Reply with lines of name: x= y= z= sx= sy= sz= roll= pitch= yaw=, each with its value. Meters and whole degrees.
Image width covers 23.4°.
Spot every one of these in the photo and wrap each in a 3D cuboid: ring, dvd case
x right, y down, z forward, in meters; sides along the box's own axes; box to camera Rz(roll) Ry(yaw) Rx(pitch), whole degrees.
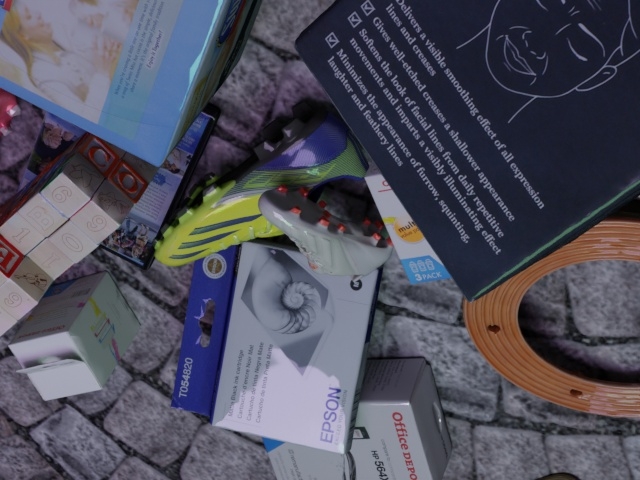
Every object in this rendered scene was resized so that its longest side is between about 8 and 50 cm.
ring: x=0.319 y=0.082 z=1.641 sx=0.336 sy=0.032 sz=0.337 roll=8 pitch=141 yaw=7
dvd case: x=-0.235 y=-0.094 z=1.760 sx=0.180 sy=0.022 sz=0.253 roll=27 pitch=129 yaw=-2

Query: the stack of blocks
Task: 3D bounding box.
stack of blocks: x=-0.326 y=0.004 z=1.738 sx=0.087 sy=0.171 sz=0.297 roll=44 pitch=126 yaw=-15

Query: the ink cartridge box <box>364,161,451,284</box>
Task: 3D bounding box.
ink cartridge box: x=0.117 y=-0.048 z=1.640 sx=0.104 sy=0.061 sz=0.181 roll=-11 pitch=120 yaw=26

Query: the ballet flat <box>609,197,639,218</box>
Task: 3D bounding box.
ballet flat: x=0.267 y=-0.067 z=1.556 sx=0.248 sy=0.086 sz=0.086 roll=14 pitch=128 yaw=3

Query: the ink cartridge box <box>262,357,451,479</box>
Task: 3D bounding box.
ink cartridge box: x=0.039 y=0.225 z=1.851 sx=0.203 sy=0.086 sz=0.148 roll=-4 pitch=122 yaw=23

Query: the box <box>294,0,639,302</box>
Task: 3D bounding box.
box: x=0.228 y=-0.184 z=1.351 sx=0.395 sy=0.212 sz=0.293 roll=-38 pitch=83 yaw=36

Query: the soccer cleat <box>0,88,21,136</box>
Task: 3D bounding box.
soccer cleat: x=-0.421 y=-0.114 z=1.788 sx=0.095 sy=0.083 sz=0.248 roll=54 pitch=135 yaw=15

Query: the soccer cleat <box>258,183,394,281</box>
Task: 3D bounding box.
soccer cleat: x=0.000 y=0.000 z=1.636 sx=0.196 sy=0.068 sz=0.076 roll=21 pitch=118 yaw=-45

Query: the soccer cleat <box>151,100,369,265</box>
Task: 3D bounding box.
soccer cleat: x=-0.070 y=-0.035 z=1.690 sx=0.289 sy=0.093 sz=0.121 roll=-36 pitch=107 yaw=31

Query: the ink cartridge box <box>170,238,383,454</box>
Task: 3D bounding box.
ink cartridge box: x=-0.056 y=0.113 z=1.765 sx=0.224 sy=0.045 sz=0.223 roll=11 pitch=97 yaw=12

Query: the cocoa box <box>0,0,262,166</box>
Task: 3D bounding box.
cocoa box: x=-0.163 y=-0.294 z=1.456 sx=0.231 sy=0.228 sz=0.347 roll=26 pitch=129 yaw=0

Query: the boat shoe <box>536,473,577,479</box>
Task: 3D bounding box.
boat shoe: x=0.239 y=0.339 z=1.878 sx=0.178 sy=0.060 sz=0.064 roll=-28 pitch=111 yaw=33

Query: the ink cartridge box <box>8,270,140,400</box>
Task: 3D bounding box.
ink cartridge box: x=-0.298 y=0.120 z=1.858 sx=0.092 sy=0.143 sz=0.090 roll=-14 pitch=118 yaw=28
